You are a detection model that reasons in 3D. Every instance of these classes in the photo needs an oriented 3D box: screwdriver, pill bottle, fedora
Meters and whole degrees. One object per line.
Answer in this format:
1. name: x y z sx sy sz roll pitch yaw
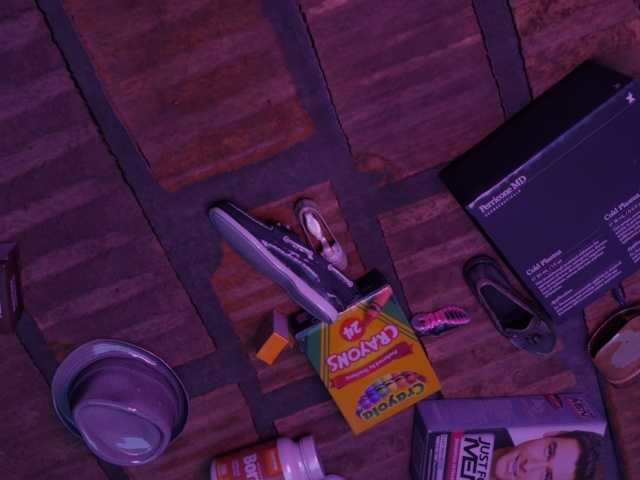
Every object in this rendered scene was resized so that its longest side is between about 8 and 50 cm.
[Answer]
1. screwdriver: 0.627 0.144 1.598 0.025 0.024 0.170 -45 121 -19
2. pill bottle: -0.106 0.471 1.583 0.216 0.121 0.121 -18 114 0
3. fedora: -0.384 0.331 1.487 0.244 0.124 0.275 -42 112 10

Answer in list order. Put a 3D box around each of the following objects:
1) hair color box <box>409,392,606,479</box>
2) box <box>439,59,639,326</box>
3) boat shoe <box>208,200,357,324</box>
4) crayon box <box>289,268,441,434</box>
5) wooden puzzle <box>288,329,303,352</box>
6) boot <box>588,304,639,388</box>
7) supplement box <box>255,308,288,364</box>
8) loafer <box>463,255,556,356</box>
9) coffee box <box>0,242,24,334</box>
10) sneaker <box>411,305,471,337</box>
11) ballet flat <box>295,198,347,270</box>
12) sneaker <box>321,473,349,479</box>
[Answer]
1. hair color box: 0.387 0.435 1.636 0.375 0.113 0.185 -1 113 -8
2. box: 0.451 -0.084 1.390 0.343 0.179 0.312 -37 114 8
3. boat shoe: -0.067 0.024 1.409 0.302 0.114 0.091 43 70 -8
4. crayon box: 0.102 0.240 1.525 0.202 0.081 0.318 -30 115 0
5. wooden puzzle: -0.014 0.185 1.533 0.116 0.014 0.078 -21 114 1
6. boot: 0.672 0.162 1.555 0.305 0.112 0.115 -44 111 9
7. supplement box: -0.091 0.182 1.475 0.036 0.098 0.062 33 106 -15
8. loafer: 0.373 0.147 1.525 0.096 0.084 0.267 -38 111 19
9. coffee box: -0.660 0.082 1.360 0.247 0.098 0.141 0 113 -7
10. sneaker: 0.239 0.167 1.548 0.119 0.047 0.057 -8 133 -2
11. ballet flat: 0.000 0.000 1.436 0.057 0.052 0.168 -30 113 5
12. sneaker: 0.069 0.616 1.681 0.094 0.091 0.258 -27 113 4
